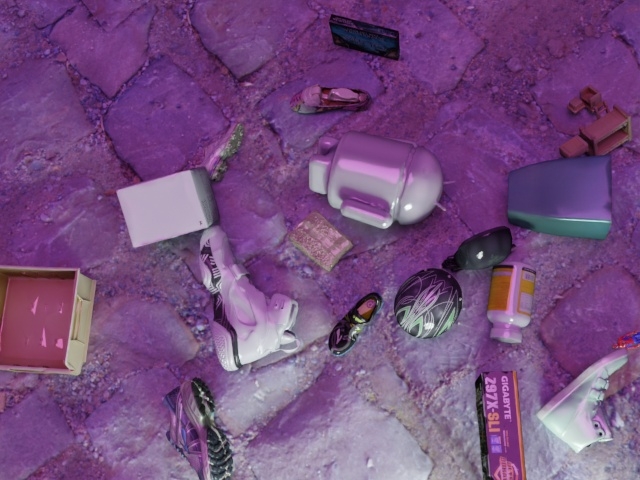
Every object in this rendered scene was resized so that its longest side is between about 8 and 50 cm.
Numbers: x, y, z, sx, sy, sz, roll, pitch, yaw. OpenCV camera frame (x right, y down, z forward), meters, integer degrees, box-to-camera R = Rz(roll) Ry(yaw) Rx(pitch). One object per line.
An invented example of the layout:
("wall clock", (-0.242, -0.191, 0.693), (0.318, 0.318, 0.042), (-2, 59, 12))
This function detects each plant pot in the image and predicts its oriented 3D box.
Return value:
("plant pot", (0.573, -0.103, 1.895), (0.234, 0.166, 0.165), (1, 76, 14))

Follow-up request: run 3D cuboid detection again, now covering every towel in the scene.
("towel", (0.000, 0.000, 2.011), (0.148, 0.027, 0.110), (42, 85, 15))

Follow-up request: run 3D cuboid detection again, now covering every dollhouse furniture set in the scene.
("dollhouse furniture set", (0.658, -0.275, 1.980), (0.182, 0.101, 0.161), (-33, 50, -1))

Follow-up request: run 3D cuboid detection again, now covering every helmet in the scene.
("helmet", (0.256, 0.151, 1.868), (0.169, 0.161, 0.169), (-2, 76, 7))

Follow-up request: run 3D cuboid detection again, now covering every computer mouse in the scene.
("computer mouse", (0.386, 0.032, 1.827), (0.189, 0.272, 0.072), (-19, 78, 1))

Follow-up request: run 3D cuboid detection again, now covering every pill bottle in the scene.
("pill bottle", (0.453, 0.148, 1.874), (0.103, 0.103, 0.184), (9, 77, 10))

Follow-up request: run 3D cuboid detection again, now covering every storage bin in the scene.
("storage bin", (-0.735, 0.204, 2.006), (0.262, 0.123, 0.260), (2, 76, 8))

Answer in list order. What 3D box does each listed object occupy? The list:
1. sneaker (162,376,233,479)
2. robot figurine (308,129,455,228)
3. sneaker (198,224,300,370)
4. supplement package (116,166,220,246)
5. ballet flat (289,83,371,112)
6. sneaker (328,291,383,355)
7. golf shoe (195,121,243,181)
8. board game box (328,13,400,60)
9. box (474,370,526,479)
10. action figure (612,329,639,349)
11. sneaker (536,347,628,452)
("sneaker", (-0.303, 0.484, 1.904), (0.122, 0.110, 0.283), (-25, 71, 19))
("robot figurine", (0.150, -0.154, 1.941), (0.354, 0.199, 0.300), (15, 54, 12))
("sneaker", (-0.173, 0.127, 1.949), (0.210, 0.137, 0.365), (-12, 80, 4))
("supplement package", (-0.377, -0.090, 1.972), (0.194, 0.203, 0.149), (-15, 97, 3))
("ballet flat", (0.024, -0.381, 2.077), (0.222, 0.079, 0.076), (1, 77, 8))
("sneaker", (0.082, 0.198, 1.923), (0.067, 0.078, 0.188), (39, 84, 15))
("golf shoe", (-0.272, -0.248, 2.091), (0.086, 0.069, 0.176), (25, 79, 19))
("board game box", (0.119, -0.537, 2.081), (0.186, 0.126, 0.026), (17, 78, 12))
("box", (0.387, 0.423, 1.700), (0.079, 0.322, 0.257), (-3, 75, 8))
("action figure", (0.747, 0.233, 1.854), (0.115, 0.030, 0.038), (-20, 79, 4))
("sneaker", (0.641, 0.371, 1.796), (0.256, 0.094, 0.151), (-44, 69, 6))
